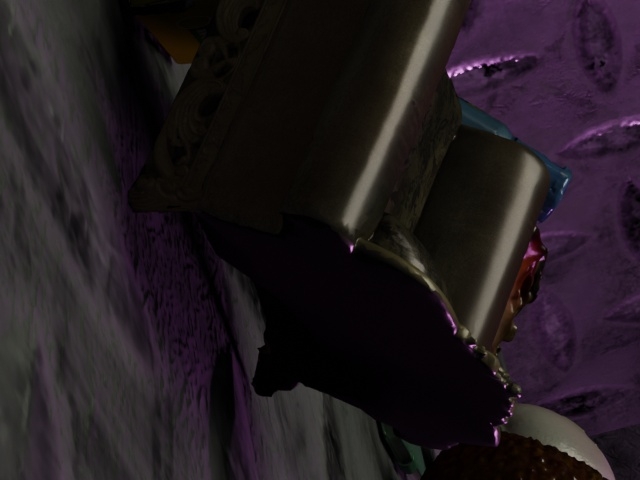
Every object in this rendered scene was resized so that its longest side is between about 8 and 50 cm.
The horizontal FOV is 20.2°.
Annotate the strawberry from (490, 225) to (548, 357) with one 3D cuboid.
[{"bbox_3d":[0.078,0.031,1.500,0.111,0.190,0.236,43,13,34],"label":"strawberry"}]

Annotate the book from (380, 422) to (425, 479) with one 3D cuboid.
[{"bbox_3d":[0.067,0.157,1.590,0.135,0.017,0.103,62,13,-58],"label":"book"}]

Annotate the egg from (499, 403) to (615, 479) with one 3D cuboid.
[{"bbox_3d":[0.214,0.264,1.846,0.183,0.183,0.217,-96,166,-50],"label":"egg"}]

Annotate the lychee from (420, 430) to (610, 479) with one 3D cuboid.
[{"bbox_3d":[0.158,0.253,1.488,0.194,0.194,0.194,-15,90,-83],"label":"lychee"}]

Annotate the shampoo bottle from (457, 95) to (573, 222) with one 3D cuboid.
[{"bbox_3d":[0.087,-0.100,1.485,0.258,0.061,0.104,32,5,4],"label":"shampoo bottle"}]

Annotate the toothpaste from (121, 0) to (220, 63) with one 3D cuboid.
[{"bbox_3d":[-0.092,-0.265,1.013,0.110,0.077,0.327,44,32,-75],"label":"toothpaste"}]

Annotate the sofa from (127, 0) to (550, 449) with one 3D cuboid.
[{"bbox_3d":[0.045,-0.028,0.920,0.258,0.182,0.200,63,44,-56],"label":"sofa"}]
